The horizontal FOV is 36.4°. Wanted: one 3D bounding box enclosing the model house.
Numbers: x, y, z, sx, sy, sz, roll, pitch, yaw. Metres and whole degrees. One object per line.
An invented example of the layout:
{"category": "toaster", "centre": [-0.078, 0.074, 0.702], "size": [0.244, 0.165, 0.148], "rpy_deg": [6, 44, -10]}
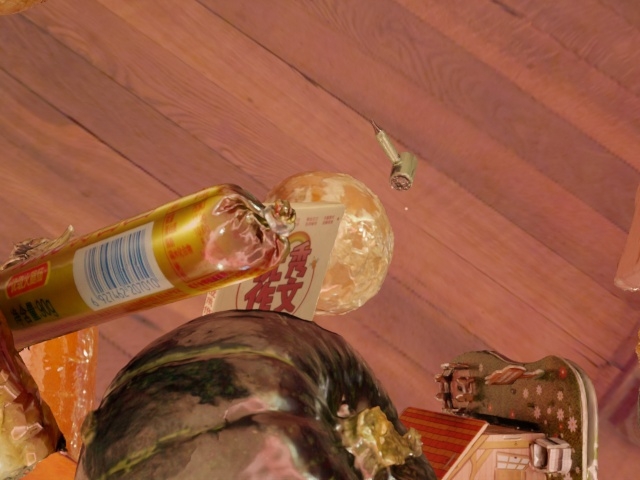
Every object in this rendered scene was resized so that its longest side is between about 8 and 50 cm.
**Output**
{"category": "model house", "centre": [0.145, 0.222, 1.035], "size": [0.153, 0.294, 0.207], "rpy_deg": [2, 85, -20]}

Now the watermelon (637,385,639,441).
{"category": "watermelon", "centre": [0.465, 0.209, 0.912], "size": [0.213, 0.289, 0.320], "rpy_deg": [-9, 68, -37]}

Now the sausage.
{"category": "sausage", "centre": [-0.152, 0.024, 0.730], "size": [0.371, 0.082, 0.082], "rpy_deg": [-18, 90, 41]}

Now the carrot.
{"category": "carrot", "centre": [-0.395, 0.147, 1.278], "size": [0.214, 0.193, 0.331], "rpy_deg": [18, 63, -35]}

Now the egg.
{"category": "egg", "centre": [0.000, 0.000, 1.314], "size": [0.194, 0.233, 0.195], "rpy_deg": [-15, 126, -21]}

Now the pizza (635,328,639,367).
{"category": "pizza", "centre": [0.460, 0.067, 1.170], "size": [0.127, 0.058, 0.246], "rpy_deg": [-5, 133, -23]}

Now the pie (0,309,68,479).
{"category": "pie", "centre": [-0.288, 0.048, 0.671], "size": [0.103, 0.354, 0.288], "rpy_deg": [-36, 94, -24]}

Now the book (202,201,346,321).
{"category": "book", "centre": [-0.061, 0.067, 1.059], "size": [0.022, 0.162, 0.232], "rpy_deg": [31, 113, 37]}

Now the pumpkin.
{"category": "pumpkin", "centre": [-0.044, 0.212, 0.784], "size": [0.241, 0.323, 0.323], "rpy_deg": [-36, 88, 24]}

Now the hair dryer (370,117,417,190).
{"category": "hair dryer", "centre": [0.131, -0.167, 1.803], "size": [0.047, 0.071, 0.150], "rpy_deg": [-16, 125, 27]}

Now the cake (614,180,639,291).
{"category": "cake", "centre": [0.480, -0.051, 0.937], "size": [0.314, 0.293, 0.307], "rpy_deg": [20, 77, 7]}

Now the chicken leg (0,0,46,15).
{"category": "chicken leg", "centre": [-0.249, -0.359, 0.871], "size": [0.182, 0.409, 0.295], "rpy_deg": [-19, 99, 32]}
